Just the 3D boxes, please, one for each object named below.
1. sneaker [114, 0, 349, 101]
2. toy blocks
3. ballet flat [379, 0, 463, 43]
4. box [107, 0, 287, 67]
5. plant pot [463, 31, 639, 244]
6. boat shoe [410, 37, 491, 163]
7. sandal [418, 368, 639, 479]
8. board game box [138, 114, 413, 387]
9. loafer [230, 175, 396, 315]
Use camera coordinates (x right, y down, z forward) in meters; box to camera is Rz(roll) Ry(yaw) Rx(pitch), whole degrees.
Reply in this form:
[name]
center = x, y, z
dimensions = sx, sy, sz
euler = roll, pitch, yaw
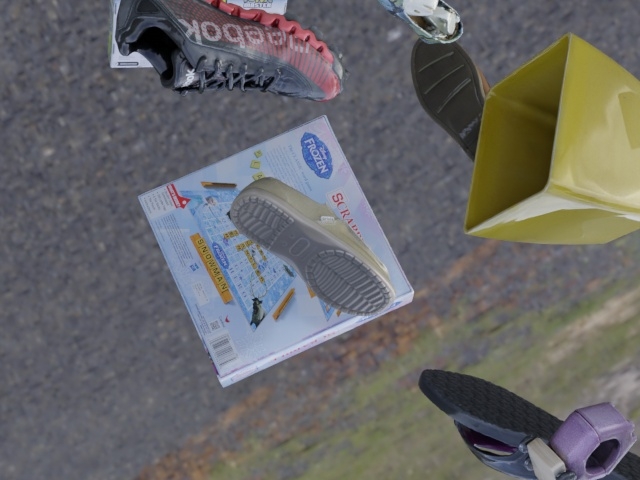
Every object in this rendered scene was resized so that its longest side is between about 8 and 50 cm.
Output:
[sneaker]
center = -0.104, -0.204, 1.432
dimensions = 0.276, 0.135, 0.097
euler = 24, 151, -12
[toy blocks]
center = 0.404, 0.288, 1.254
dimensions = 0.260, 0.309, 0.288
euler = -34, 136, -11
[ballet flat]
center = 0.135, -0.307, 1.698
dimensions = 0.070, 0.070, 0.188
euler = -37, 154, 18
[box]
center = -0.147, -0.263, 1.557
dimensions = 0.207, 0.036, 0.114
euler = -3, 133, -16
[plant pot]
center = 0.324, -0.102, 1.636
dimensions = 0.187, 0.212, 0.212
euler = 18, 160, -17
[boat shoe]
center = 0.250, -0.205, 2.136
dimensions = 0.111, 0.307, 0.104
euler = -34, 160, 19
[sandal]
center = 0.353, 0.351, 2.172
dimensions = 0.107, 0.446, 0.167
euler = -67, 168, 17
[board game box]
center = -0.069, 0.013, 1.973
dimensions = 0.318, 0.318, 0.066
euler = -23, 164, -6
[loafer]
center = 0.000, 0.000, 1.754
dimensions = 0.268, 0.092, 0.102
euler = 40, 126, -21
